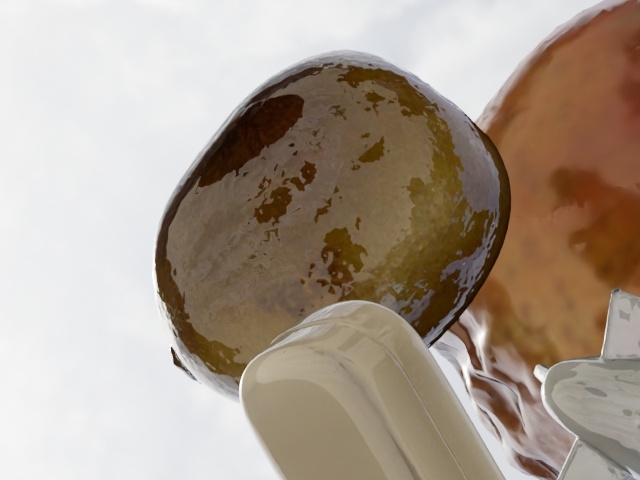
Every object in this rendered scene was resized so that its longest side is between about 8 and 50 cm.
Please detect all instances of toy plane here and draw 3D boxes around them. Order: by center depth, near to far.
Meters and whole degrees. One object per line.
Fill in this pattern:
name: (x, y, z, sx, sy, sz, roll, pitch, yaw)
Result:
toy plane: (0.239, 0.110, 0.919, 0.244, 0.245, 0.117, -53, -172, -1)

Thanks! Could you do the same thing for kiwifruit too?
kiwifruit: (0.000, 0.000, 1.013, 0.234, 0.196, 0.196, -45, -128, 1)

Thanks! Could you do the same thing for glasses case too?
glasses case: (0.041, 0.117, 0.669, 0.050, 0.196, 0.083, -37, -168, -39)

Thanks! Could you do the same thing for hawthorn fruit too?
hawthorn fruit: (0.300, 0.023, 1.373, 0.472, 0.472, 0.471, -14, -119, 26)
